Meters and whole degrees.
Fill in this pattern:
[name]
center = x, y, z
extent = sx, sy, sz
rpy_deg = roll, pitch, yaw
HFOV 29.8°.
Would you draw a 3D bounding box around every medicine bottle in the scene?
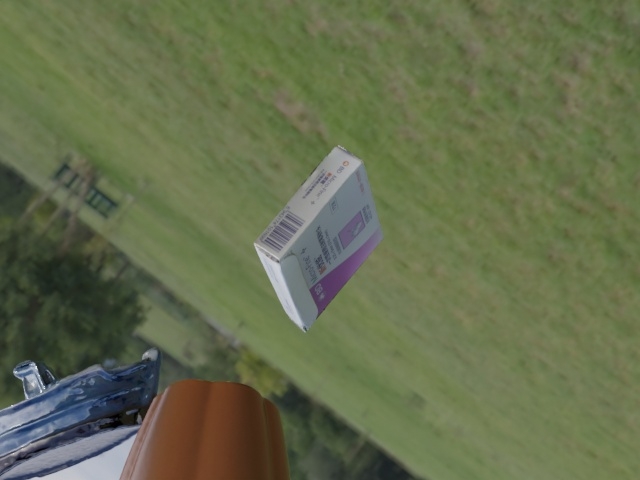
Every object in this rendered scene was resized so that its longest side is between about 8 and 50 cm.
[medicine bottle]
center = 0.000, 0.000, 1.492
extent = 0.052, 0.171, 0.201
rpy_deg = 32, 162, 24

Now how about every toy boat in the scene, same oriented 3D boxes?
[toy boat]
center = -0.336, 0.211, 1.544
extent = 0.129, 0.309, 0.143
rpy_deg = 41, -153, -63

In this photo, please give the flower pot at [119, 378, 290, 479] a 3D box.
[flower pot]
center = -0.111, 0.239, 1.195
extent = 0.190, 0.173, 0.191
rpy_deg = 5, 150, 3
